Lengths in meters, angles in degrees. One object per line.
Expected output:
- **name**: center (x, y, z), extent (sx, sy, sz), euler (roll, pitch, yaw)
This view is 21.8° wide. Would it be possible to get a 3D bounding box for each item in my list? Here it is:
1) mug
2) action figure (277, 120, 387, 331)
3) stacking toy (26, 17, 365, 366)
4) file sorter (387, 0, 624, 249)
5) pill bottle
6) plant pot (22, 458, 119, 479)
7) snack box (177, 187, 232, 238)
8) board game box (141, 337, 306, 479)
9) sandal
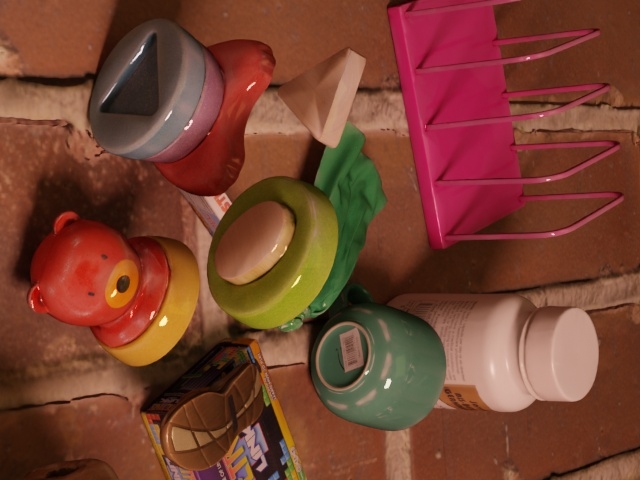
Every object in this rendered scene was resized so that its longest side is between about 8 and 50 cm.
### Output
- **mug**: center (0.045, 0.125, 1.758), extent (0.097, 0.158, 0.129), euler (20, 97, -48)
- **action figure**: center (0.000, 0.000, 1.740), extent (0.137, 0.063, 0.232), euler (55, 44, -38)
- **stacking toy**: center (-0.118, -0.059, 1.425), extent (0.130, 0.279, 0.309), euler (27, 67, -42)
- **file sorter**: center (0.232, -0.158, 1.952), extent (0.202, 0.182, 0.290), euler (-26, 109, -51)
- **pill bottle**: center (0.183, 0.124, 1.837), extent (0.131, 0.229, 0.131), euler (2, 87, -52)
- **plant pot**: center (-0.203, 0.351, 1.290), extent (0.334, 0.334, 0.305), euler (-33, 103, -48)
- **snack box**: center (-0.095, -0.018, 1.608), extent (0.022, 0.064, 0.178), euler (-45, 130, -15)
- **board game box**: center (-0.091, 0.203, 1.626), extent (0.141, 0.048, 0.170), euler (-43, 121, -46)
- **sandal**: center (-0.107, 0.162, 1.537), extent (0.180, 0.049, 0.072), euler (-35, 121, -63)
